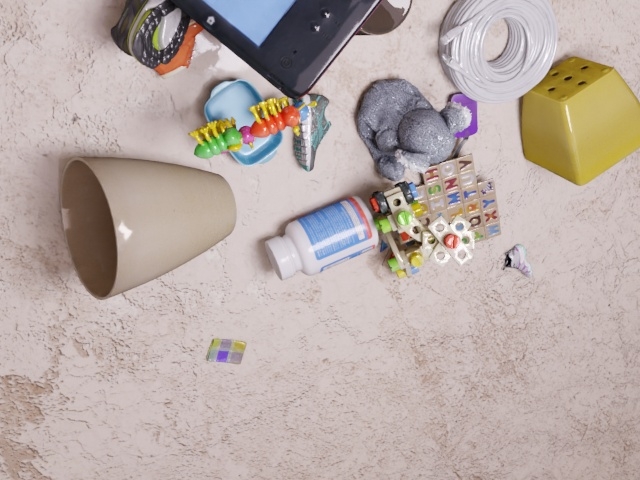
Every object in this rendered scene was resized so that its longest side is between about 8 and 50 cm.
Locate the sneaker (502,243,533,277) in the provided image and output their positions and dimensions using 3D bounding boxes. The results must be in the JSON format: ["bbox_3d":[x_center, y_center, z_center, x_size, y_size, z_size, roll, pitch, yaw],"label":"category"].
[{"bbox_3d":[0.487,0.063,1.923,0.069,0.038,0.098,-29,111,-7],"label":"sneaker"}]

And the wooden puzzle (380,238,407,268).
[{"bbox_3d":[0.187,0.036,1.793,0.116,0.014,0.078,8,109,-25],"label":"wooden puzzle"}]

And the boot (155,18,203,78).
[{"bbox_3d":[-0.249,-0.362,1.404,0.158,0.059,0.084,-34,125,4],"label":"boot"}]

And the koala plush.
[{"bbox_3d":[0.193,-0.218,1.558,0.196,0.221,0.203,-42,122,-1],"label":"koala plush"}]

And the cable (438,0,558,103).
[{"bbox_3d":[0.376,-0.418,1.625,0.257,0.089,0.257,-46,123,1],"label":"cable"}]

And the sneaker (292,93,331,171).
[{"bbox_3d":[-0.011,-0.221,1.565,0.076,0.065,0.166,-10,118,-23],"label":"sneaker"}]

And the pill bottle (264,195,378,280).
[{"bbox_3d":[0.000,0.000,1.632,0.221,0.124,0.124,-23,120,-13],"label":"pill bottle"}]

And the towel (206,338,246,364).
[{"bbox_3d":[-0.209,0.249,1.722,0.083,0.009,0.060,12,108,-28],"label":"towel"}]

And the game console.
[{"bbox_3d":[-0.078,-0.470,1.217,0.386,0.060,0.342,38,95,-10],"label":"game console"}]

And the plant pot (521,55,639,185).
[{"bbox_3d":[0.569,-0.280,1.695,0.212,0.212,0.187,-33,122,-7],"label":"plant pot"}]

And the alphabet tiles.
[{"bbox_3d":[0.308,-0.080,1.761,0.198,0.009,0.237,-17,123,-1],"label":"alphabet tiles"}]

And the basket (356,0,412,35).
[{"bbox_3d":[0.060,-0.455,1.391,0.154,0.227,0.204,-19,118,-15],"label":"basket"}]

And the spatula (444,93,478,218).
[{"bbox_3d":[0.308,-0.184,1.732,0.084,0.030,0.296,-15,124,-35],"label":"spatula"}]

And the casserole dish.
[{"bbox_3d":[-0.153,-0.233,1.512,0.114,0.037,0.188,-38,123,-4],"label":"casserole dish"}]

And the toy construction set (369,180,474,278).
[{"bbox_3d":[0.192,-0.017,1.613,0.151,0.327,0.215,-23,93,-12],"label":"toy construction set"}]

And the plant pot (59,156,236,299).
[{"bbox_3d":[-0.305,-0.046,1.433,0.274,0.256,0.256,-14,119,-37],"label":"plant pot"}]

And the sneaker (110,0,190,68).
[{"bbox_3d":[-0.264,-0.440,1.328,0.300,0.121,0.111,-58,146,-13],"label":"sneaker"}]

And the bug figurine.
[{"bbox_3d":[-0.115,-0.202,1.373,0.216,0.279,0.072,-19,100,8],"label":"bug figurine"}]
